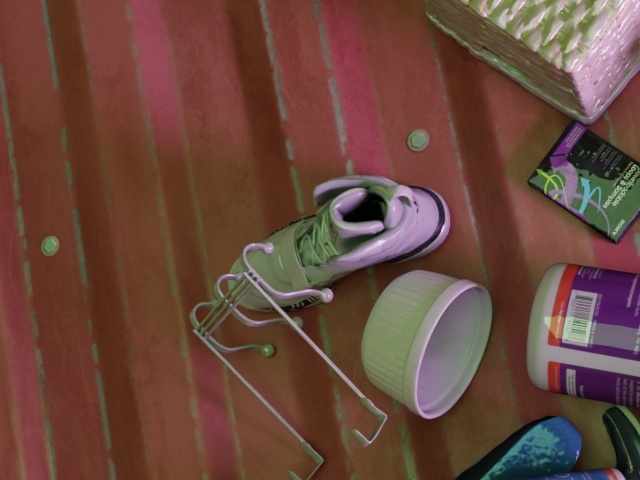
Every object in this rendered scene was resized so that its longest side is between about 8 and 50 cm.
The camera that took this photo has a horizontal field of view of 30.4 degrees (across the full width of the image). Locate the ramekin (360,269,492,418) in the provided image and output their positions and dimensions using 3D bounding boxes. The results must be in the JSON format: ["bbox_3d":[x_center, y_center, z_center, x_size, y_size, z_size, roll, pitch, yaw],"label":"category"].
[{"bbox_3d":[0.148,0.140,1.683,0.109,0.207,0.207,22,89,32],"label":"ramekin"}]

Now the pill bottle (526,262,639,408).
[{"bbox_3d":[0.450,0.139,1.584,0.323,0.181,0.181,9,84,20],"label":"pill bottle"}]

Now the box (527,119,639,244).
[{"bbox_3d":[0.401,-0.086,1.720,0.162,0.029,0.116,37,94,20],"label":"box"}]

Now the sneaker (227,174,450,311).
[{"bbox_3d":[0.000,0.000,1.749,0.366,0.210,0.137,-21,74,15],"label":"sneaker"}]

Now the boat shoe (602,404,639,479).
[{"bbox_3d":[0.434,0.349,1.604,0.079,0.095,0.254,-21,83,3],"label":"boat shoe"}]

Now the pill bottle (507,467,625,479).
[{"bbox_3d":[0.287,0.369,1.529,0.222,0.124,0.124,-7,78,-5],"label":"pill bottle"}]

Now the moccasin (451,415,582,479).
[{"bbox_3d":[0.236,0.382,1.658,0.342,0.117,0.137,-38,83,5],"label":"moccasin"}]

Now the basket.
[{"bbox_3d":[0.338,-0.397,1.671,0.328,0.266,0.331,39,96,20],"label":"basket"}]

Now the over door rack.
[{"bbox_3d":[-0.042,0.178,1.733,0.324,0.108,0.239,55,145,9],"label":"over door rack"}]
